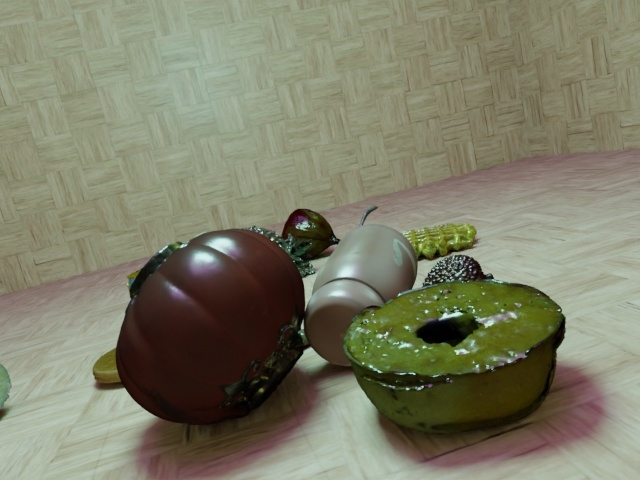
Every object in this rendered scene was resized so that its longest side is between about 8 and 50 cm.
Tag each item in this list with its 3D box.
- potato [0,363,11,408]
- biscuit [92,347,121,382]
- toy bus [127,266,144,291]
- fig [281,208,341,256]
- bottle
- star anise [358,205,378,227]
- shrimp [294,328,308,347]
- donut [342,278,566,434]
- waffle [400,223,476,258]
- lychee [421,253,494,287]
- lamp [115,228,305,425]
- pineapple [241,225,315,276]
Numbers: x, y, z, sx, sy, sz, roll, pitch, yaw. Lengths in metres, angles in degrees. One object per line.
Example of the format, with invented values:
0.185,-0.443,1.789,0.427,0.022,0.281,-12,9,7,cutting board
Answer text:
-0.705,0.307,0.923,0.117,0.182,0.202,-49,19,19,potato
-0.345,0.232,1.076,0.201,0.044,0.288,-5,11,38,biscuit
-0.510,0.140,1.566,0.209,0.136,0.126,-10,10,25,toy bus
0.002,-0.029,1.733,0.289,0.191,0.190,-11,10,19,fig
0.089,0.098,0.887,0.206,0.173,0.297,18,25,12,bottle
0.127,0.025,1.145,0.148,0.228,0.218,-16,-4,27,star anise
-0.067,0.198,0.940,0.160,0.034,0.091,-14,-5,-43,shrimp
0.165,0.143,0.631,0.271,0.107,0.272,-11,14,3,donut
0.335,0.001,1.421,0.229,0.057,0.219,-11,10,13,waffle
0.242,0.089,0.876,0.129,0.123,0.123,-47,-6,26,lychee
-0.156,0.125,0.742,0.303,0.257,0.303,-49,-10,-11,lamp
-0.151,0.047,1.615,0.361,0.175,0.175,13,26,42,pineapple
